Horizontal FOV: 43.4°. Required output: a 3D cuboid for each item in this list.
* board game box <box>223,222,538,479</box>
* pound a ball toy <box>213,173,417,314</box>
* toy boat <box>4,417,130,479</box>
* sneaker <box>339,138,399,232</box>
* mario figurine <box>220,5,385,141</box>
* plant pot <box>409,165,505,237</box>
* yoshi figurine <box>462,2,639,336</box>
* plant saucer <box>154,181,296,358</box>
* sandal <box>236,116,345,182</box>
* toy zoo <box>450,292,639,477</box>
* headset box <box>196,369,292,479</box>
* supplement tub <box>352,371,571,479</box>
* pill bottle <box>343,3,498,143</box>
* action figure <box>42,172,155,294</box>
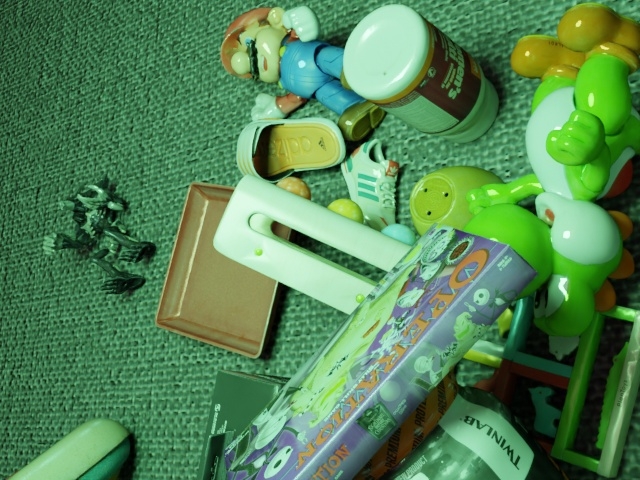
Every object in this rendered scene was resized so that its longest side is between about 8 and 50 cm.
[{"bbox_3d":[0.042,0.130,0.789,0.347,0.056,0.208,-47,16,-3],"label":"board game box"},{"bbox_3d":[0.000,0.000,1.117,0.319,0.208,0.135,25,92,11],"label":"pound a ball toy"},{"bbox_3d":[-0.444,0.431,1.373,0.148,0.267,0.318,53,134,0],"label":"toy boat"},{"bbox_3d":[0.084,-0.077,1.162,0.075,0.057,0.161,-39,54,31],"label":"sneaker"},{"bbox_3d":[-0.055,-0.261,1.254,0.321,0.170,0.198,33,101,38],"label":"mario figurine"},{"bbox_3d":[0.170,-0.044,1.059,0.134,0.095,0.134,-12,70,36],"label":"plant pot"},{"bbox_3d":[0.250,-0.076,0.919,0.203,0.204,0.361,2,80,32],"label":"yoshi figurine"},{"bbox_3d":[-0.147,0.043,1.323,0.259,0.048,0.258,10,85,40],"label":"plant saucer"},{"bbox_3d":[-0.072,-0.141,1.247,0.265,0.076,0.101,-3,107,52],"label":"sandal"},{"bbox_3d":[0.241,0.149,0.993,0.293,0.030,0.192,12,86,40],"label":"toy zoo"},{"bbox_3d":[-0.034,0.284,1.006,0.110,0.293,0.217,5,82,40],"label":"headset box"},{"bbox_3d":[0.164,0.296,0.810,0.207,0.207,0.338,-39,94,25],"label":"supplement tub"},{"bbox_3d":[0.138,-0.207,1.046,0.121,0.221,0.121,-12,71,37],"label":"pill bottle"},{"bbox_3d":[-0.427,-0.028,1.508,0.276,0.141,0.164,42,106,35],"label":"action figure"}]
